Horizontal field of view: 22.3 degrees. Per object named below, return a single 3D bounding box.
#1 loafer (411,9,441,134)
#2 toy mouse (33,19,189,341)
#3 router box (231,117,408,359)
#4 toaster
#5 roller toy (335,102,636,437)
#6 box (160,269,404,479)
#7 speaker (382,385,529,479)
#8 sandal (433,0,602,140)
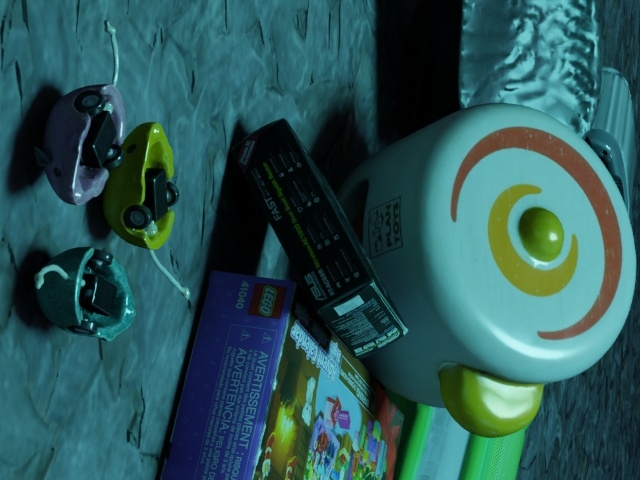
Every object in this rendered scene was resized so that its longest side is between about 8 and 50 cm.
[{"bbox_3d":[0.128,-0.195,1.324,0.109,0.095,0.302,26,62,-26],"label":"loafer"},{"bbox_3d":[-0.107,-0.012,0.730,0.143,0.031,0.161,-54,146,-57],"label":"toy mouse"},{"bbox_3d":[0.000,0.000,0.947,0.122,0.038,0.092,62,4,26],"label":"router box"},{"bbox_3d":[0.257,-0.082,1.670,0.146,0.129,0.227,-69,155,-47],"label":"toaster"},{"bbox_3d":[0.109,0.012,1.095,0.209,0.146,0.191,-43,100,-34],"label":"roller toy"},{"bbox_3d":[-0.021,0.162,1.010,0.293,0.057,0.201,53,47,-64],"label":"box"},{"bbox_3d":[0.079,0.212,1.224,0.131,0.131,0.296,72,30,-52],"label":"speaker"},{"bbox_3d":[0.146,-0.255,1.122,0.167,0.107,0.445,-23,116,-23],"label":"sandal"}]
